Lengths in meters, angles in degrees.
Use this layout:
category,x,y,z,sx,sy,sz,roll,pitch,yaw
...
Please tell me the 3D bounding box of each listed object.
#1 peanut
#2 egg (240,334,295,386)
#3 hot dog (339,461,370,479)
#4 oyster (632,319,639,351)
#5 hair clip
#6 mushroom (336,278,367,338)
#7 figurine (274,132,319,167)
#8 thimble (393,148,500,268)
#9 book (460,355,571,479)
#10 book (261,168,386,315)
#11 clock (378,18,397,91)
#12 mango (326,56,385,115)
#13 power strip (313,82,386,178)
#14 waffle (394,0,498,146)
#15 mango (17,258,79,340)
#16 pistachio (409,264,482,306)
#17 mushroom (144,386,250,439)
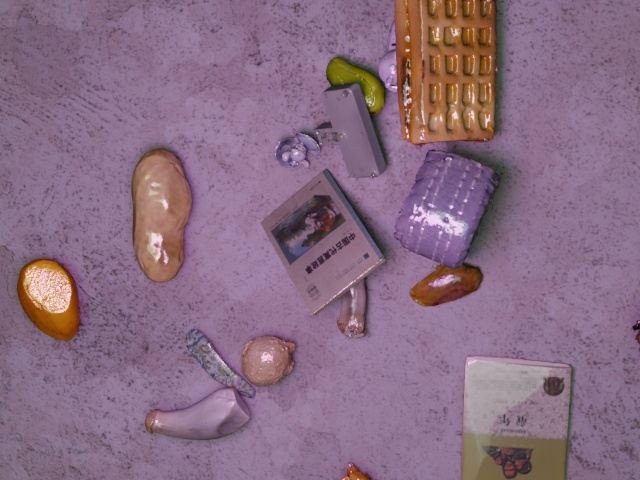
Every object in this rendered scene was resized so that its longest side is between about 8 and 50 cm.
category,x,y,z,sx,sy,sz,roll,pitch,yaw
peanut,-0.376,-0.057,1.880,0.147,0.147,0.319,2,94,11
egg,-0.128,0.284,1.889,0.140,0.118,0.116,-49,43,21
hot dog,0.116,0.661,1.904,0.109,0.072,0.269,-20,94,11
oyster,0.754,0.123,1.684,0.197,0.133,0.337,-9,93,14
hair clip,-0.249,0.308,1.950,0.229,0.036,0.066,43,109,4
mushroom,0.064,0.118,1.846,0.092,0.081,0.223,-16,96,-6
figurine,-0.055,-0.201,1.833,0.082,0.094,0.086,26,70,44
thimble,0.272,-0.070,1.717,0.172,0.205,0.236,25,101,8
book,0.447,0.445,1.832,0.239,0.035,0.352,2,97,9
book,0.000,0.000,1.808,0.215,0.025,0.283,-40,59,11
clock,0.178,-0.416,1.739,0.080,0.117,0.176,18,99,8
mango,0.080,-0.348,1.791,0.091,0.074,0.165,-45,74,9
power strip,0.051,-0.239,1.783,0.145,0.061,0.216,1,121,42
waffle,0.269,-0.368,1.689,0.224,0.098,0.328,-6,99,-27
mango,-0.671,0.150,1.984,0.141,0.102,0.217,-26,94,-11
pistachio,0.283,0.099,1.814,0.173,0.049,0.089,-21,92,12
mushroom,-0.297,0.438,1.941,0.270,0.103,0.118,-20,122,18
